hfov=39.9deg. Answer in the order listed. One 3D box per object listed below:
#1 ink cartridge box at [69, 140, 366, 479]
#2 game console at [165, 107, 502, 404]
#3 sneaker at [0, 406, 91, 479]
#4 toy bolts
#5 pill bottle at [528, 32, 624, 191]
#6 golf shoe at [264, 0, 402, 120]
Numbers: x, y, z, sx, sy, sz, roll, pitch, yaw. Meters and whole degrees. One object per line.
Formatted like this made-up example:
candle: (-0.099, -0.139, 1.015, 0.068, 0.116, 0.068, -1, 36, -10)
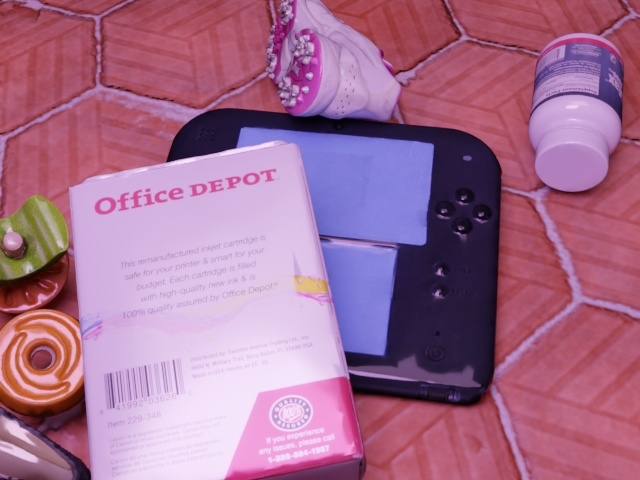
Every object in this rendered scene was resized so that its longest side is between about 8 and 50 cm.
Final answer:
ink cartridge box: (-0.096, 0.085, 0.814, 0.226, 0.131, 0.306, -10, 63, -1)
game console: (0.000, 0.000, 0.967, 0.386, 0.060, 0.342, 6, 52, 6)
sneaker: (-0.397, 0.230, 0.756, 0.410, 0.158, 0.182, -1, 61, 9)
toy bolts: (-0.336, 0.096, 0.858, 0.228, 0.158, 0.218, -22, 77, -22)
pill bottle: (0.303, -0.150, 1.047, 0.107, 0.108, 0.180, 10, 53, 9)
golf shoe: (0.010, -0.226, 1.108, 0.140, 0.115, 0.306, 12, 31, -18)
